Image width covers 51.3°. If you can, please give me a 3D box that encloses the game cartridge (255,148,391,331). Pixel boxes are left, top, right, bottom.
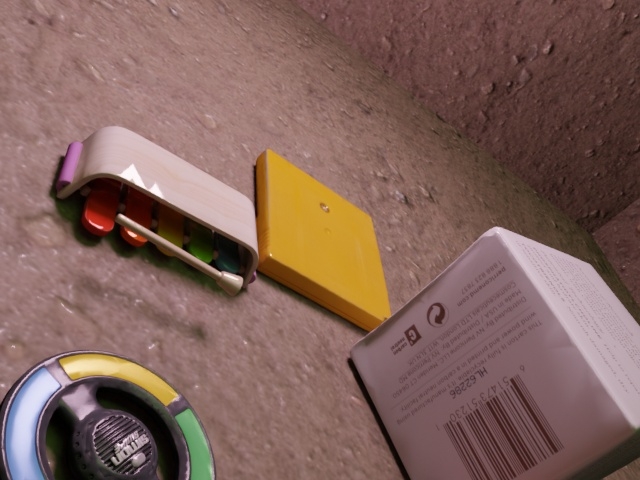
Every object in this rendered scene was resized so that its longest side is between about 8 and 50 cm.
[{"bbox_3d":[0.000,0.000,1.237,0.285,0.053,0.323,32,32,-27],"label":"game cartridge"}]

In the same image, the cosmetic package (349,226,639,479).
[{"bbox_3d":[0.330,0.230,1.065,0.394,0.329,0.327,15,39,-48],"label":"cosmetic package"}]

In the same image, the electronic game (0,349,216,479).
[{"bbox_3d":[-0.198,0.204,0.641,0.229,0.048,0.229,35,27,-22],"label":"electronic game"}]

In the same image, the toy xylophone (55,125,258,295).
[{"bbox_3d":[-0.208,-0.033,0.929,0.323,0.081,0.236,34,28,-23],"label":"toy xylophone"}]
